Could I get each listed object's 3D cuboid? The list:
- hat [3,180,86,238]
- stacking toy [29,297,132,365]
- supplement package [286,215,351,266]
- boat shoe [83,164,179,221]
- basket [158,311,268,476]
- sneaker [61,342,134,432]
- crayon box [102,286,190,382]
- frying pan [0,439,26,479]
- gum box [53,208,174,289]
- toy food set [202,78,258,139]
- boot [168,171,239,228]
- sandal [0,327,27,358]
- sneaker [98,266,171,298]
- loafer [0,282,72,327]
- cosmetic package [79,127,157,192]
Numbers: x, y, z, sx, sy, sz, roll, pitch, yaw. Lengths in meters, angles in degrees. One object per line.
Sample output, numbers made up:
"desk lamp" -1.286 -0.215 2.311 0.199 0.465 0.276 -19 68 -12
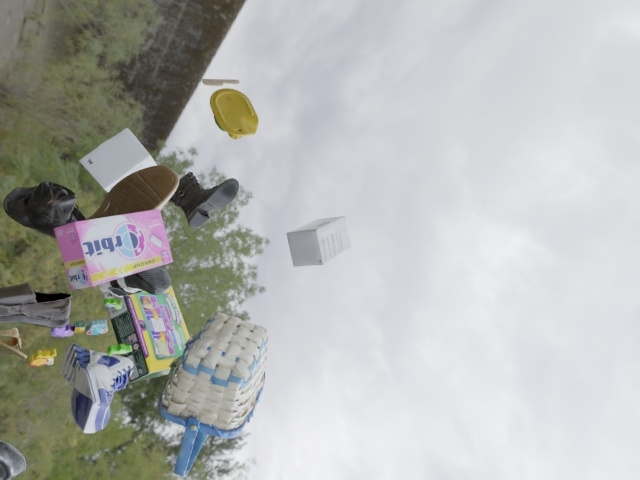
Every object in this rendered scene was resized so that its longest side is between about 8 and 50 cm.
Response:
"hat" -1.080 -0.153 1.767 0.134 0.331 0.331 -49 -142 15
"stacking toy" -0.611 0.228 1.111 0.052 0.221 0.167 -56 -134 33
"supplement package" 0.000 0.000 1.659 0.139 0.244 0.134 -6 -79 30
"boat shoe" -0.512 -0.063 1.147 0.341 0.121 0.110 -46 174 -17
"basket" -0.228 0.322 0.951 0.255 0.201 0.289 -67 172 -69
"sneaker" -0.635 0.413 1.290 0.315 0.182 0.127 33 -79 47
"crayon box" -0.673 0.359 1.750 0.106 0.313 0.363 -28 -106 11
"frying pan" -1.061 0.698 1.340 0.326 0.197 0.053 -25 -156 13
"gum box" -0.361 0.010 0.788 0.062 0.188 0.107 -11 -84 29
"toy food set" -0.273 -0.388 1.324 0.218 0.128 0.071 65 -28 17
"boot" -0.452 -0.191 1.634 0.263 0.091 0.229 -41 -124 0
"sandal" -1.131 0.344 1.562 0.088 0.240 0.079 86 23 -50
"sneaker" -0.567 0.118 1.284 0.330 0.122 0.146 21 -90 35
"loafer" -0.594 0.113 0.845 0.080 0.220 0.078 29 -86 38
"cosmetic package" -0.834 -0.287 1.925 0.230 0.161 0.453 -40 177 -11
